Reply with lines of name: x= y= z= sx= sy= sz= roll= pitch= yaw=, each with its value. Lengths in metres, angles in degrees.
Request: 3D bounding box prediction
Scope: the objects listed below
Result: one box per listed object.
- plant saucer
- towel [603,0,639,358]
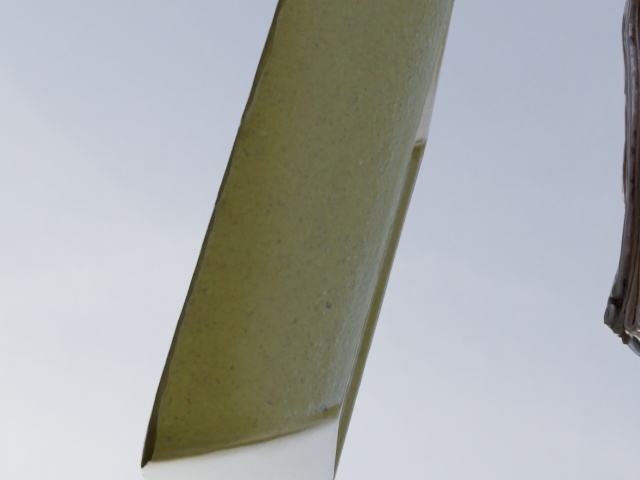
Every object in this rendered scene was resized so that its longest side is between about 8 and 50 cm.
plant saucer: x=0.000 y=0.000 z=0.948 sx=0.081 sy=0.332 sz=0.333 roll=16 pitch=-16 yaw=4
towel: x=0.329 y=-0.017 z=1.526 sx=0.053 sy=0.317 sz=0.332 roll=-4 pitch=-23 yaw=30
